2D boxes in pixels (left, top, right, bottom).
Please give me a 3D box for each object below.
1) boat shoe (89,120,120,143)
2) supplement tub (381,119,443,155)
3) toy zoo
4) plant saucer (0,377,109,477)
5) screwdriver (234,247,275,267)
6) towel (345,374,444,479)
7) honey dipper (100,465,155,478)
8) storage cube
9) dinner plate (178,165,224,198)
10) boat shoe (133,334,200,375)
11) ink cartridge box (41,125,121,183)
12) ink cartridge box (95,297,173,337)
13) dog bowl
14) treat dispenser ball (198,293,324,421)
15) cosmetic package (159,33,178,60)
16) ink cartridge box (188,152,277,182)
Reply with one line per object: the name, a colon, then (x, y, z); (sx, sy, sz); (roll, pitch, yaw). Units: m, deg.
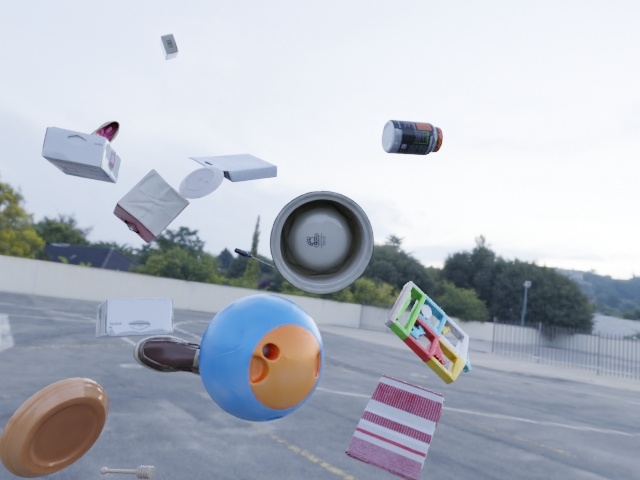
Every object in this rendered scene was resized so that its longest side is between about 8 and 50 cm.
boat shoe: (-0.646, -0.291, 1.405); (0.059, 0.170, 0.063); (-8, -43, 47)
supplement tub: (0.317, -0.354, 1.672); (0.191, 0.116, 0.117); (1, -6, -16)
toy zoo: (0.327, 0.275, 1.391); (0.293, 0.192, 0.030); (44, -49, -2)
plant saucer: (-0.489, 0.358, 0.913); (0.037, 0.199, 0.200); (22, 1, 33)
screwdriver: (-0.250, 0.067, 1.847); (0.170, 0.024, 0.025); (23, 25, -14)
towel: (0.254, 0.608, 1.596); (0.237, 0.329, 0.037); (14, -50, 23)
honey dipper: (-0.491, 0.582, 1.222); (0.161, 0.030, 0.030); (-6, -12, 20)
storage cube: (-0.633, -0.125, 1.807); (0.183, 0.215, 0.193); (45, -23, -15)
dinner plate: (-0.354, -0.176, 1.425); (0.141, 0.141, 0.017); (4, -38, 19)
boat shoe: (-0.351, 0.300, 1.264); (0.095, 0.095, 0.258); (-16, -27, 39)
ink cartridge box: (-0.390, -0.138, 0.798); (0.089, 0.052, 0.122); (10, -9, -11)
ink cartridge box: (-0.681, 0.285, 1.759); (0.223, 0.128, 0.308); (3, -13, -29)
dog bowl: (0.000, 0.000, 1.940); (0.409, 0.407, 0.150); (8, 7, -8)
treat dispenser ball: (-0.135, 0.269, 1.125); (0.289, 0.287, 0.288); (7, -8, 1)
cosmetic package: (-0.496, -0.632, 1.582); (0.041, 0.060, 0.115); (-21, 18, -15)
ink cartridge box: (-0.290, -0.240, 1.593); (0.224, 0.045, 0.223); (-10, 24, -31)
